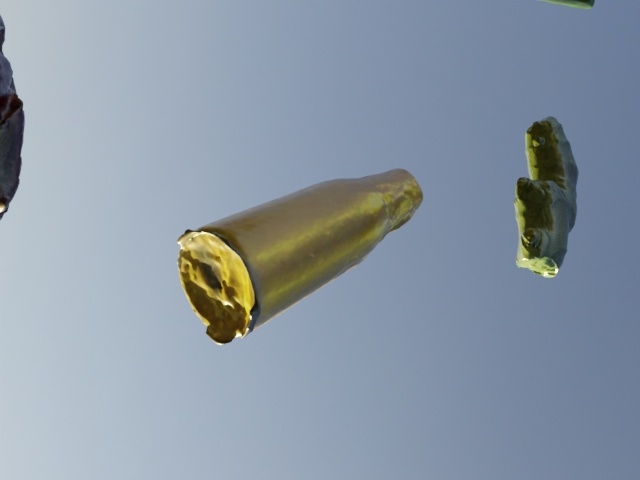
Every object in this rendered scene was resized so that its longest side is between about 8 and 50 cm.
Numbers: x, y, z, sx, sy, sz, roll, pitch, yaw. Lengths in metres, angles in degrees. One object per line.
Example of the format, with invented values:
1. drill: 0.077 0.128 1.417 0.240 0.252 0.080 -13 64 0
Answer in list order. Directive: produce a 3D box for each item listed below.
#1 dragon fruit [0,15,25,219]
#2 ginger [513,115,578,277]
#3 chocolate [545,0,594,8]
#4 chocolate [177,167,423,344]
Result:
1. dragon fruit: -0.398 -0.099 0.750 0.329 0.329 0.329 -31 -133 41
2. ginger: 0.357 -0.073 1.486 0.089 0.137 0.290 -28 -151 48
3. chocolate: 0.131 -0.348 0.941 0.301 0.288 0.137 -75 177 -63
4. chocolate: 0.000 0.000 1.362 0.162 0.445 0.162 18 -61 36
